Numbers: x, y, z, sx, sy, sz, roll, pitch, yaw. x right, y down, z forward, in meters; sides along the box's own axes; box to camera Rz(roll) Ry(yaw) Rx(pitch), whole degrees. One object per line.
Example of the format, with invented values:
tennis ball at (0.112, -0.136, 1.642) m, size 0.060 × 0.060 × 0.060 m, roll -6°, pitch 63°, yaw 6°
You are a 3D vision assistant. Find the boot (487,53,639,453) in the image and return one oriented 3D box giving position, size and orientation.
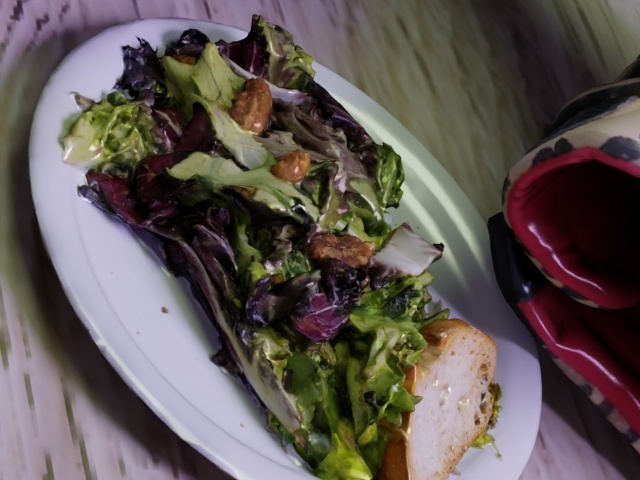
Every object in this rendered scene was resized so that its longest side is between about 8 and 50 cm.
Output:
boot at (0.154, -0.098, 0.614) m, size 0.377 × 0.138 × 0.284 m, roll 56°, pitch 50°, yaw -19°

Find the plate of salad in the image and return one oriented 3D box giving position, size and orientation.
plate of salad at (0.000, 0.000, 0.544) m, size 0.200 × 0.048 × 0.199 m, roll 25°, pitch 42°, yaw -24°
